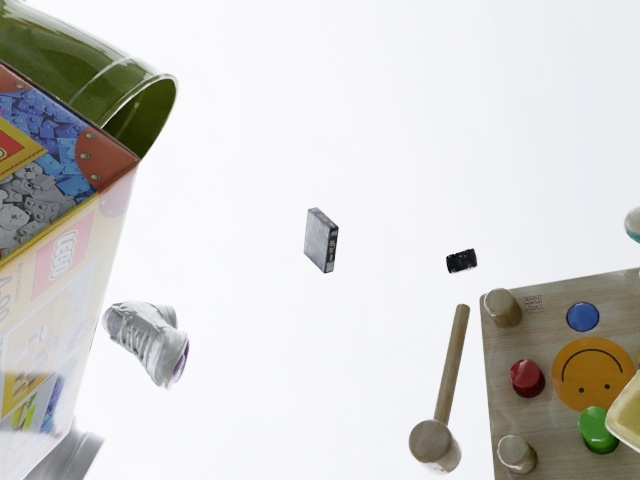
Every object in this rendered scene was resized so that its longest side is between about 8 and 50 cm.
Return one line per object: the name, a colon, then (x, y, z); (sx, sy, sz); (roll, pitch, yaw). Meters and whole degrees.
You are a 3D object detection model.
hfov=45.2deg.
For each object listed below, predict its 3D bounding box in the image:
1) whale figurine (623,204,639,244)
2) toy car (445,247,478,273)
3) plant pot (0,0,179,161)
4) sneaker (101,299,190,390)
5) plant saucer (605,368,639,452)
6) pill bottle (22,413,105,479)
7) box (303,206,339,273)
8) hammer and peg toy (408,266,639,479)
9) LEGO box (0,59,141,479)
whale figurine: (0.415, -0.028, 0.760); (0.272, 0.216, 0.141); (-29, -43, -27)
toy car: (0.258, 0.068, 1.280); (0.040, 0.060, 0.122); (11, -132, -51)
plant pot: (-0.522, -0.273, 1.464); (0.353, 0.366, 0.366); (38, -138, 1)
sneaker: (-0.332, 0.190, 1.433); (0.152, 0.305, 0.114); (16, -84, -23)
plant saucer: (0.421, 0.103, 0.503); (0.081, 0.332, 0.333); (-71, 2, -57)
pill bottle: (-0.601, 0.378, 1.493); (0.333, 0.188, 0.188); (28, -129, -6)
box: (0.000, 0.000, 1.186); (0.018, 0.067, 0.083); (-14, -54, -29)
hammer and peg toy: (0.272, 0.164, 0.929); (0.127, 0.361, 0.266); (46, -141, -52)
LEGO box: (-0.398, 0.132, 0.710); (0.193, 0.500, 0.372); (35, -136, 7)
